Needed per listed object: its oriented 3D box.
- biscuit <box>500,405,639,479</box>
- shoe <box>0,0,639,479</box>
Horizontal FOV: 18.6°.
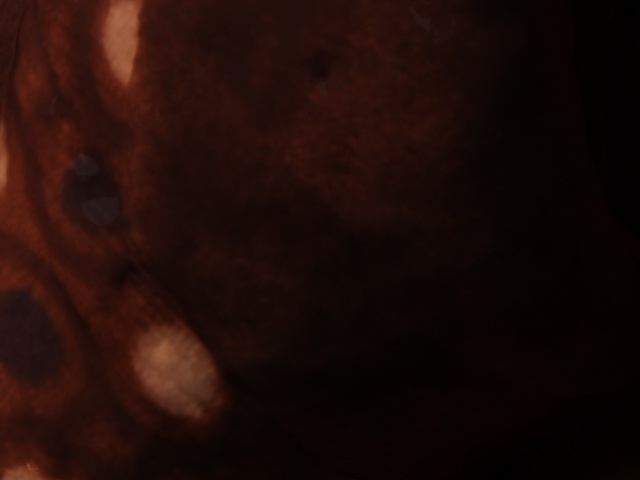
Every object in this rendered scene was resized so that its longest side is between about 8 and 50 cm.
[{"bbox_3d":[0.173,0.003,0.500,0.359,0.046,0.359,-46,15,16],"label":"biscuit"},{"bbox_3d":[0.000,0.000,0.572,0.237,0.171,0.384,20,105,35],"label":"shoe"}]
